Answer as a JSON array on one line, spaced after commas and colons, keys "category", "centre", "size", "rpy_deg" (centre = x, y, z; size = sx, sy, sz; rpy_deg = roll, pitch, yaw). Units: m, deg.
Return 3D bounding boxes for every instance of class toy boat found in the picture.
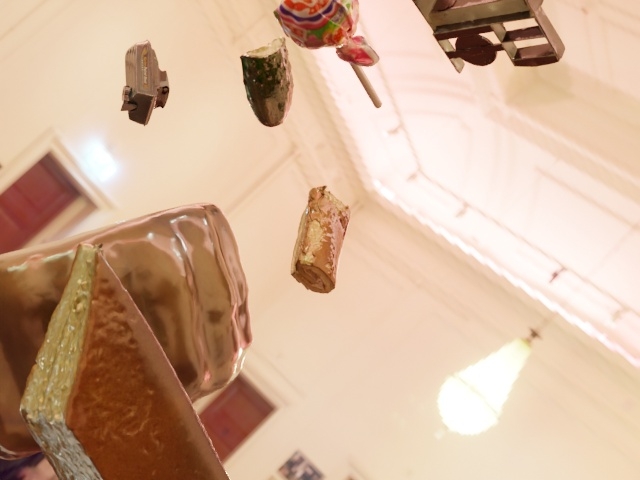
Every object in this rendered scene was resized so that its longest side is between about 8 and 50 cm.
[{"category": "toy boat", "centre": [-0.230, -0.215, 1.403], "size": [0.141, 0.060, 0.055], "rpy_deg": [-101, -153, -42]}]

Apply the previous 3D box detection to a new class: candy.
[{"category": "candy", "centre": [0.039, -0.294, 1.679], "size": [0.124, 0.124, 0.365], "rpy_deg": [40, -4, 29]}]

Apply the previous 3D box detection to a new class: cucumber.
[{"category": "cucumber", "centre": [-0.057, -0.188, 1.324], "size": [0.035, 0.067, 0.107], "rpy_deg": [31, -38, 47]}]

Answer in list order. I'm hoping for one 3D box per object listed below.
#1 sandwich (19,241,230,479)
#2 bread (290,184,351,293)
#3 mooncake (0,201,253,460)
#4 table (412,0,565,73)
[{"category": "sandwich", "centre": [-0.129, 0.131, 0.725], "size": [0.094, 0.096, 0.258], "rpy_deg": [7, -54, 56]}, {"category": "bread", "centre": [0.000, 0.000, 0.914], "size": [0.036, 0.083, 0.047], "rpy_deg": [-15, -41, 37]}, {"category": "mooncake", "centre": [-0.198, 0.073, 0.937], "size": [0.290, 0.290, 0.161], "rpy_deg": [178, -104, -75]}, {"category": "table", "centre": [0.191, -0.281, 1.259], "size": [0.146, 0.062, 0.175], "rpy_deg": [-1, -36, 43]}]
